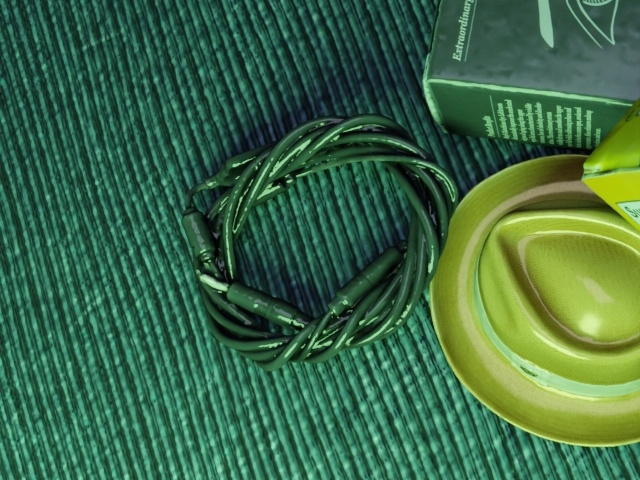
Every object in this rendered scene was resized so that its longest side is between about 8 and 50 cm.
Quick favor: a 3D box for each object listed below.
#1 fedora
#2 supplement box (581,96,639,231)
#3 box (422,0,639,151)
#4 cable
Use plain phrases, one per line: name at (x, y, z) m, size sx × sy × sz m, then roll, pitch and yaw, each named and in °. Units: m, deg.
fedora at (0.156, 0.028, 0.732) m, size 0.194 × 0.079 × 0.194 m, roll -3°, pitch 76°, yaw 12°
supplement box at (0.337, 0.010, 0.577) m, size 0.356 × 0.194 × 0.195 m, roll 41°, pitch 88°, yaw -5°
box at (0.179, -0.139, 0.752) m, size 0.207 × 0.108 × 0.153 m, roll 10°, pitch 80°, yaw 15°
cable at (0.000, 0.000, 0.778) m, size 0.184 × 0.047 × 0.151 m, roll -16°, pitch 71°, yaw 17°
